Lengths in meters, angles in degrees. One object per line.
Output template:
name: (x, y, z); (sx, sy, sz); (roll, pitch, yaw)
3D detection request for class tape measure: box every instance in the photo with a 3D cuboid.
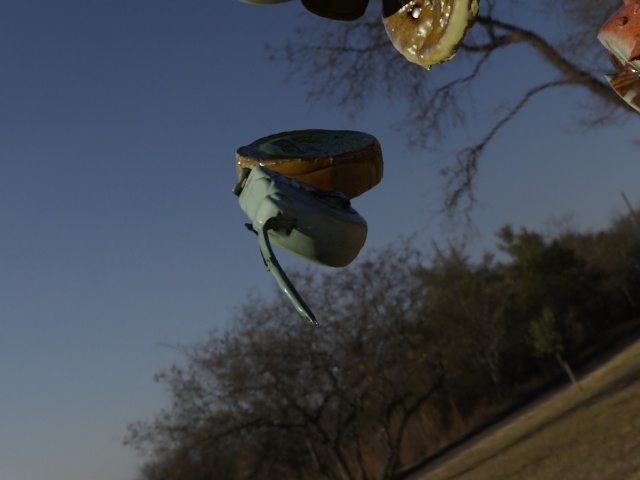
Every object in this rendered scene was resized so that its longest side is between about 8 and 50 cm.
tape measure: (-0.001, -0.001, 0.994); (0.164, 0.084, 0.330); (15, 15, -21)

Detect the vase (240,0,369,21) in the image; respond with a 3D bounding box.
vase: (-0.085, -0.514, 1.573); (0.329, 0.302, 0.240); (-16, -47, -56)

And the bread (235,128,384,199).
bread: (-0.016, -0.115, 1.365); (0.236, 0.069, 0.236); (-4, 18, 1)

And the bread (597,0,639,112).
bread: (0.315, -0.118, 0.687); (0.142, 0.211, 0.224); (-39, -10, 16)

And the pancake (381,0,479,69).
pancake: (0.175, -0.457, 1.510); (0.065, 0.356, 0.356); (-10, -18, -17)
